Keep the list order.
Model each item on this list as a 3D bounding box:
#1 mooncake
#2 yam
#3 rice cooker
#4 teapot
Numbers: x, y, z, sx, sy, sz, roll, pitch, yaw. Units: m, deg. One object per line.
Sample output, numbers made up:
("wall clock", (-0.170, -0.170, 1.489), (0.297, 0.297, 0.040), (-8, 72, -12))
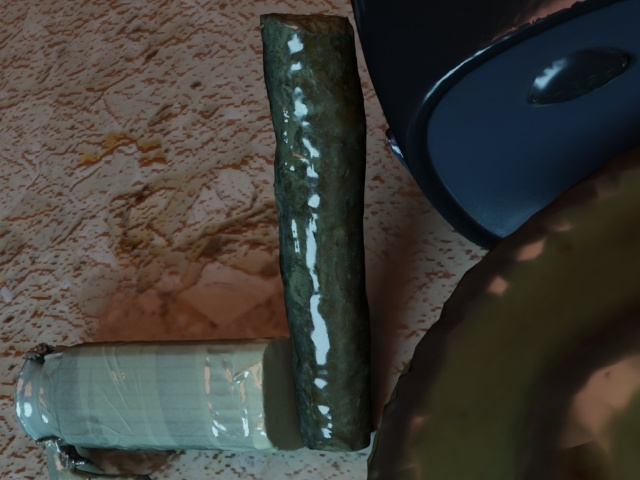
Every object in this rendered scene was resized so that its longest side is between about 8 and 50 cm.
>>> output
("mooncake", (0.222, 0.131, 0.545), (0.393, 0.246, 0.394), (23, 76, 40))
("yam", (0.000, 0.000, 0.740), (0.061, 0.061, 0.274), (6, 108, 30))
("rice cooker", (0.143, -0.135, 0.708), (0.267, 0.267, 0.224), (-22, 51, 17))
("teapot", (-0.107, 0.119, 0.823), (0.200, 0.077, 0.107), (-3, 85, 27))
